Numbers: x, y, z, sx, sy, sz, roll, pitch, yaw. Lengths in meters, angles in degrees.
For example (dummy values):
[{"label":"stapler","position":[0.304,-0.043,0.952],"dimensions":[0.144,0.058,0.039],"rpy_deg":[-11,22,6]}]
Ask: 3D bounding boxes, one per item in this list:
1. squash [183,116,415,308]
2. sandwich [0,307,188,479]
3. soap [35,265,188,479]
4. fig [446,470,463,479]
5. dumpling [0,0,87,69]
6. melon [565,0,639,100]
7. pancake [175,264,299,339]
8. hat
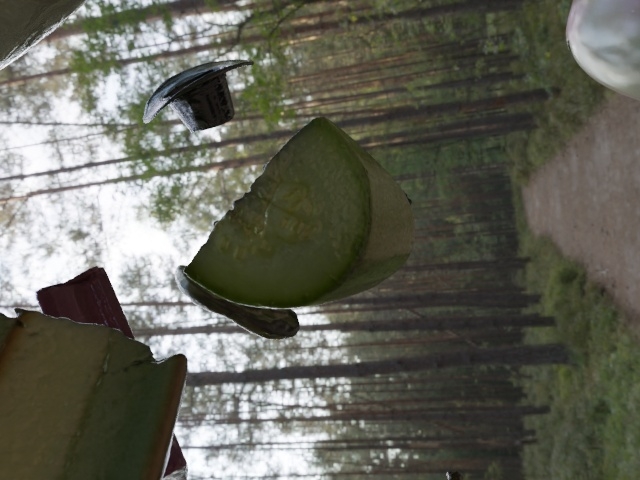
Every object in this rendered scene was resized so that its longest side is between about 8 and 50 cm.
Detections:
[{"label":"squash","position":[0.000,0.000,0.754],"dimensions":[0.204,0.237,0.155],"rpy_deg":[42,-168,0]},{"label":"sandwich","position":[-0.170,0.141,0.350],"dimensions":[0.227,0.155,0.198],"rpy_deg":[162,121,-80]},{"label":"soap","position":[-0.346,0.255,1.043],"dimensions":[0.359,0.128,0.233],"rpy_deg":[61,158,19]},{"label":"fig","position":[0.274,0.439,0.907],"dimensions":[0.203,0.235,0.203],"rpy_deg":[-29,-49,-39]},{"label":"dumpling","position":[-0.284,-0.256,0.451],"dimensions":[0.260,0.341,0.181],"rpy_deg":[59,-171,-61]},{"label":"melon","position":[0.489,-0.287,0.814],"dimensions":[0.223,0.317,0.223],"rpy_deg":[-31,-51,-47]},{"label":"pancake","position":[-0.177,0.129,1.327],"dimensions":[0.049,0.294,0.294],"rpy_deg":[-64,-17,4]},{"label":"hat","position":[-0.104,-0.128,0.564],"dimensions":[0.121,0.121,0.050],"rpy_deg":[-70,-40,-56]}]
